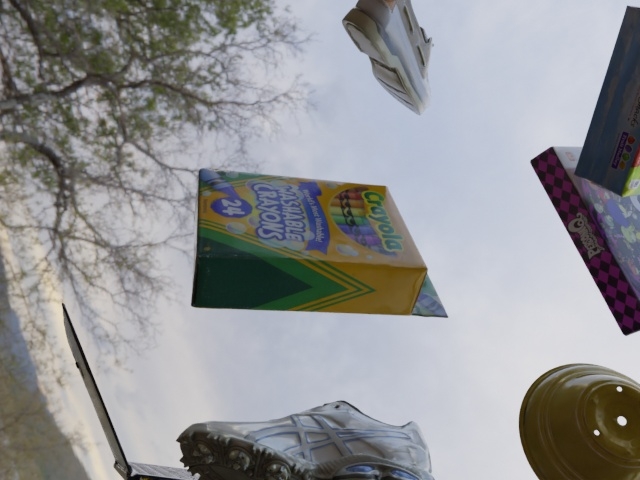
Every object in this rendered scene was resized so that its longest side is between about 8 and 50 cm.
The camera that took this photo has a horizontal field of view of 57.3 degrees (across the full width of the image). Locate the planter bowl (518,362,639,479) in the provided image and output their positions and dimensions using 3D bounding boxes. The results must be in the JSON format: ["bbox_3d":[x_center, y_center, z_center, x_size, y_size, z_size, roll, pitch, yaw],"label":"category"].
[{"bbox_3d":[0.386,0.251,0.779,0.217,0.217,0.090,52,-19,28],"label":"planter bowl"}]

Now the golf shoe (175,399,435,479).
[{"bbox_3d":[-0.008,0.149,0.412,0.176,0.086,0.069,11,-58,7],"label":"golf shoe"}]

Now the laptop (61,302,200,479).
[{"bbox_3d":[-0.270,0.298,1.032,0.382,0.408,0.236,143,-41,-63],"label":"laptop"}]

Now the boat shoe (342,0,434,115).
[{"bbox_3d":[0.144,-0.318,1.000,0.113,0.302,0.103,41,-87,27],"label":"boat shoe"}]

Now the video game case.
[{"bbox_3d":[0.382,-0.013,0.731,0.042,0.210,0.231,-41,-116,46],"label":"video game case"}]

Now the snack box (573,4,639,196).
[{"bbox_3d":[0.382,-0.143,0.602,0.070,0.207,0.174,46,-42,51],"label":"snack box"}]

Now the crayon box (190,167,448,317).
[{"bbox_3d":[0.000,0.000,0.766,0.203,0.323,0.083,-106,-156,-54],"label":"crayon box"}]
